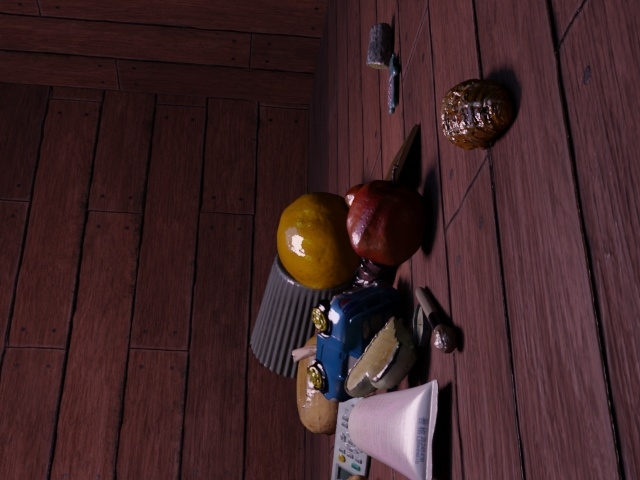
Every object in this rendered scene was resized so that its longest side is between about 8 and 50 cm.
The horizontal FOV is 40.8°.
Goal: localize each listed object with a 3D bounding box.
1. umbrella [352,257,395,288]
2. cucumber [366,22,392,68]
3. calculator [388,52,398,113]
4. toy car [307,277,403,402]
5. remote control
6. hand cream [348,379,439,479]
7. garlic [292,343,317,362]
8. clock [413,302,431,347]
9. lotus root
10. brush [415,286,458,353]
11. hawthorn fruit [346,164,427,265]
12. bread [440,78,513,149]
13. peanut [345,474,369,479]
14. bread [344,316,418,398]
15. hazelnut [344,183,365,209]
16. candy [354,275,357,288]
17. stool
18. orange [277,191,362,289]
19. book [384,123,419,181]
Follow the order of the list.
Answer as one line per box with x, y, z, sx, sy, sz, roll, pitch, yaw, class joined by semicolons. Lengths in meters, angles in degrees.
0.129;0.041;1.934;0.326;0.094;0.090;100;157;-52;umbrella
0.150;-0.485;2.150;0.064;0.064;0.112;133;143;-81;cucumber
0.173;-0.378;2.066;0.094;0.019;0.141;111;161;-79;calculator
0.091;0.233;1.868;0.166;0.198;0.314;38;134;43;toy car
0.087;0.510;2.159;0.051;0.103;0.293;-20;-55;-46;remote control
0.149;0.347;1.583;0.358;0.117;0.186;150;129;-74;hand cream
0.035;0.263;2.143;0.218;0.212;0.219;177;90;-83;garlic
0.191;0.159;1.620;0.085;0.017;0.085;-177;90;-84;clock
0.014;0.378;2.443;0.169;0.151;0.343;1;88;41;lotus root
0.200;0.128;1.514;0.299;0.039;0.042;-96;14;-74;brush
0.132;-0.054;1.664;0.157;0.156;0.194;-103;22;-70;hawthorn fruit
0.219;-0.188;1.280;0.233;0.075;0.105;-113;28;-80;bread
0.065;0.670;1.993;0.122;0.137;0.253;155;116;-85;peanut
0.131;0.231;1.705;0.232;0.064;0.173;-41;19;56;bread
0.106;-0.112;2.320;0.086;0.086;0.086;-177;90;-84;hazelnut
0.090;0.225;2.363;0.097;0.097;0.324;103;177;-59;candy
-0.048;0.208;2.640;0.297;0.297;0.330;-96;15;-57;stool
0.000;0.000;2.398;0.279;0.235;0.279;-6;-90;-83;orange
0.155;-0.138;1.871;0.242;0.018;0.170;116;177;-76;book
